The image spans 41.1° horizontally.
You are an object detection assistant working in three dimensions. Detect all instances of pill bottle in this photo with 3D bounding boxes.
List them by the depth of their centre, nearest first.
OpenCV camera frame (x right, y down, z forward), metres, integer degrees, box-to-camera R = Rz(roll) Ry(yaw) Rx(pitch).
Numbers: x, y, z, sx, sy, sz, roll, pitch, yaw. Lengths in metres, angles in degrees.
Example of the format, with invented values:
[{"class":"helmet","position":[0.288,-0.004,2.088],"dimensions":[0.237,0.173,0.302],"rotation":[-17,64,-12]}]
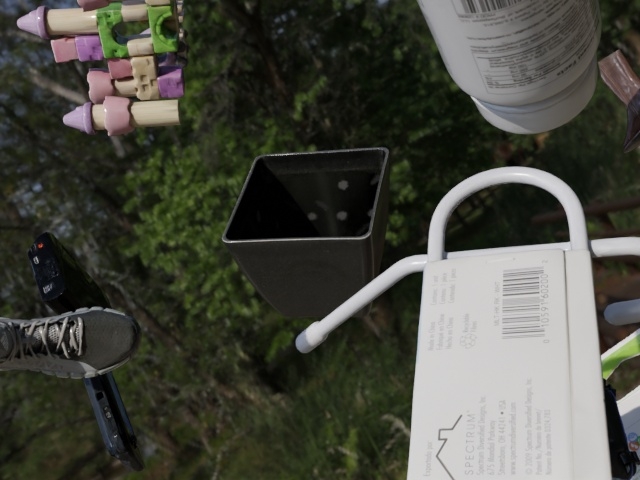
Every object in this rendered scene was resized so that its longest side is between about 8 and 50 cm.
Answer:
[{"class":"pill bottle","position":[0.179,-0.230,0.813],"dimensions":[0.160,0.160,0.283],"rotation":[-28,-33,9]}]

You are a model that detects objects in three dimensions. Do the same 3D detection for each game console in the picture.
[{"class":"game console","position":[-0.310,0.164,1.203],"dimensions":[0.044,0.361,0.213],"rotation":[-28,-34,-3]}]

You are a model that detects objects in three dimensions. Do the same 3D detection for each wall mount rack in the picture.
[{"class":"wall mount rack","position":[0.089,0.119,0.597],"dimensions":[0.304,0.130,0.350],"rotation":[-6,49,20]}]

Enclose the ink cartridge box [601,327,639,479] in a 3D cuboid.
[{"class":"ink cartridge box","position":[0.409,0.223,0.945],"dimensions":[0.189,0.255,0.097],"rotation":[-39,-21,12]}]

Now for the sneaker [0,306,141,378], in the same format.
[{"class":"sneaker","position":[-0.335,0.124,1.001],"dimensions":[0.229,0.086,0.132],"rotation":[-5,-7,5]}]

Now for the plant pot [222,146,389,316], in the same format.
[{"class":"plant pot","position":[0.000,0.000,1.137],"dimensions":[0.188,0.167,0.188],"rotation":[-1,41,15]}]

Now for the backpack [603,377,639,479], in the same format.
[{"class":"backpack","position":[0.221,0.195,0.791],"dimensions":[0.105,0.084,0.114],"rotation":[-92,21,-47]}]

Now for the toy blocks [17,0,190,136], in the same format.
[{"class":"toy blocks","position":[-0.370,-0.356,1.425],"dimensions":[0.260,0.288,0.309],"rotation":[-4,38,-2]}]

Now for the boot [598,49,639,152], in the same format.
[{"class":"boot","position":[0.415,-0.192,1.175],"dimensions":[0.037,0.114,0.106],"rotation":[-18,-31,-26]}]
